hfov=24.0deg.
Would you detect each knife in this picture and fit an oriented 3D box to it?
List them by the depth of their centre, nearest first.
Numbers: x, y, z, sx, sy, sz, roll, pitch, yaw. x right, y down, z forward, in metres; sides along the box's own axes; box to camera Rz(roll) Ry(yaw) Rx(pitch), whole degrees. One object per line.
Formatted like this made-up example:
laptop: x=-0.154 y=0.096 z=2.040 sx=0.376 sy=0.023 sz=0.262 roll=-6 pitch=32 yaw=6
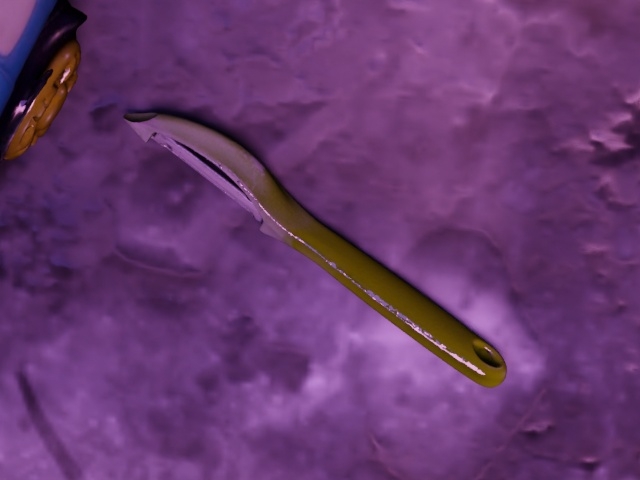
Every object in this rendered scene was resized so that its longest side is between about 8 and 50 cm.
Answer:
knife: x=0.000 y=0.000 z=0.594 sx=0.184 sy=0.022 sz=0.026 roll=37 pitch=133 yaw=-3

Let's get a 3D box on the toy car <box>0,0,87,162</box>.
toy car: x=-0.223 y=-0.032 z=0.546 sx=0.198 sy=0.166 sz=0.314 roll=32 pitch=106 yaw=-5
